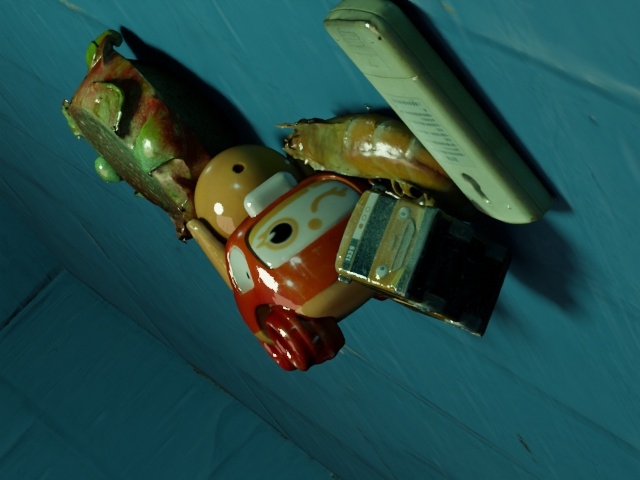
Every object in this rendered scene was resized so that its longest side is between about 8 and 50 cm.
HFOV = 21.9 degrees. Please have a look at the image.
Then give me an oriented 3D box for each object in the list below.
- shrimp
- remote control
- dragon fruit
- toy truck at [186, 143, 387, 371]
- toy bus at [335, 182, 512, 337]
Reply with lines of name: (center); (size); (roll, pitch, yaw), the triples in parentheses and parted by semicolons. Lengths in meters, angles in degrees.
shrimp: (0.054, -0.073, 1.518); (0.248, 0.068, 0.150); (24, 163, 44)
remote control: (0.095, -0.104, 1.338); (0.233, 0.038, 0.098); (49, 167, -24)
dragon fruit: (-0.194, -0.118, 1.971); (0.268, 0.130, 0.295); (49, 166, -21)
toy truck: (-0.028, -0.002, 1.736); (0.239, 0.189, 0.265); (53, 167, -3)
toy bus: (0.091, 0.018, 1.484); (0.103, 0.091, 0.182); (19, 176, 30)
